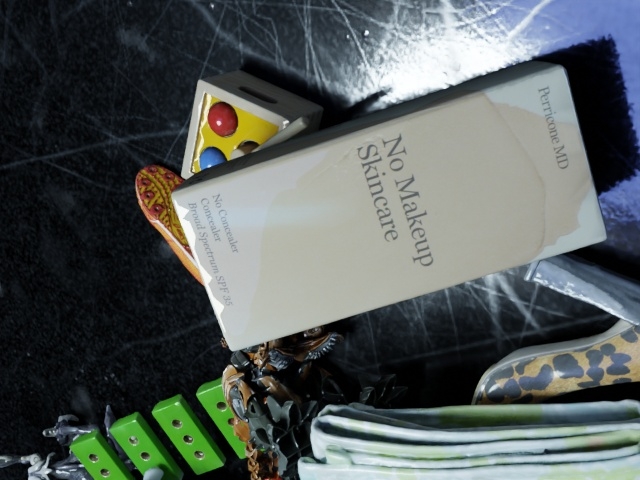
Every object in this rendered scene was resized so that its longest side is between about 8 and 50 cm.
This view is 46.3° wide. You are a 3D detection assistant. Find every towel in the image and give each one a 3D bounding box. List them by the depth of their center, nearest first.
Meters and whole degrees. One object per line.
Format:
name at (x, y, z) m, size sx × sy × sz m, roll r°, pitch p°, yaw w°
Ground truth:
towel at (0.173, 0.305, 0.709) m, size 0.320 × 0.090 × 0.375 m, roll -6°, pitch 121°, yaw 22°

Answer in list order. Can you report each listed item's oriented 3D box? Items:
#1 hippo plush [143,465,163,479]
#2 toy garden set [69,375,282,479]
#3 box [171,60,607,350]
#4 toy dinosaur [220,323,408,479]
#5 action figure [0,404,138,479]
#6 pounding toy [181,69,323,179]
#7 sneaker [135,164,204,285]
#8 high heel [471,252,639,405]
hippo plush at (-0.205, 0.427, 0.892) m, size 0.294 × 0.234 × 0.237 m, roll -25°, pitch 109°, yaw 19°
toy garden set at (-0.168, 0.291, 0.982) m, size 0.244 × 0.049 × 0.204 m, roll -24°, pitch 109°, yaw 18°
box at (0.055, -0.032, 0.623) m, size 0.310 × 0.121 × 0.148 m, roll -19°, pitch 102°, yaw 8°
toy dinosaur at (-0.036, 0.161, 0.836) m, size 0.218 × 0.164 × 0.322 m, roll 27°, pitch 138°, yaw 47°
action figure at (-0.371, 0.331, 1.081) m, size 0.275 × 0.141 × 0.164 m, roll -5°, pitch 76°, yaw -7°
pounding toy at (-0.063, -0.098, 0.753) m, size 0.141 × 0.100 × 0.130 m, roll 27°, pitch 121°, yaw 19°
sneaker at (-0.163, -0.011, 0.871) m, size 0.175 × 0.064 × 0.067 m, roll 55°, pitch 153°, yaw 13°
high heel at (0.241, 0.152, 0.675) m, size 0.186 × 0.093 × 0.261 m, roll 26°, pitch 113°, yaw 24°
